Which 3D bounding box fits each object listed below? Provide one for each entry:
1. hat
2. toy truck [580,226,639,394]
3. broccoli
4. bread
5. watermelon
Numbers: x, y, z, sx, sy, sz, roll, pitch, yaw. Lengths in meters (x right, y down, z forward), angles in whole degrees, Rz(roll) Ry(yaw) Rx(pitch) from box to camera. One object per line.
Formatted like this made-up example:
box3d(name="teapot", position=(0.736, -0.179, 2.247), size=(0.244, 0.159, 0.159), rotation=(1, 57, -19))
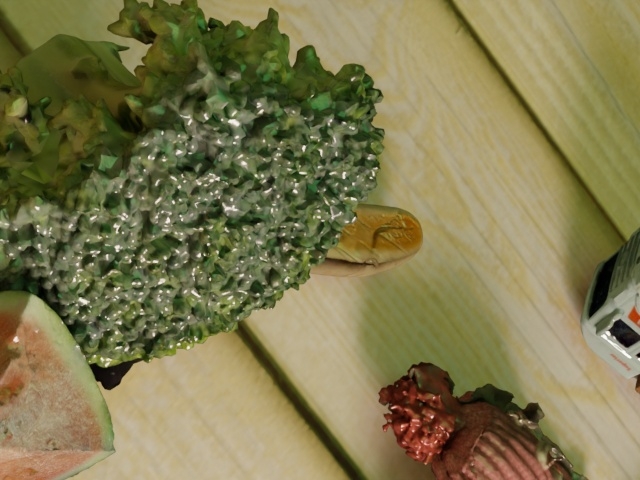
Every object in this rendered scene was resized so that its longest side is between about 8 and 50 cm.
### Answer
box3d(name="hat", position=(0.173, 0.216, 1.499), size=(0.286, 0.107, 0.237), rotation=(43, 21, -11))
box3d(name="toy truck", position=(0.408, 0.120, 1.697), size=(0.305, 0.162, 0.136), rotation=(39, 42, -12))
box3d(name="broccoli", position=(-0.147, -0.047, 1.271), size=(0.338, 0.317, 0.277), rotation=(-61, 152, -20))
box3d(name="bread", position=(0.000, 0.000, 1.504), size=(0.214, 0.053, 0.073), rotation=(3, 67, -34))
box3d(name="watermelon", position=(-0.256, 0.144, 1.195), size=(0.146, 0.231, 0.128), rotation=(43, 25, -46))
